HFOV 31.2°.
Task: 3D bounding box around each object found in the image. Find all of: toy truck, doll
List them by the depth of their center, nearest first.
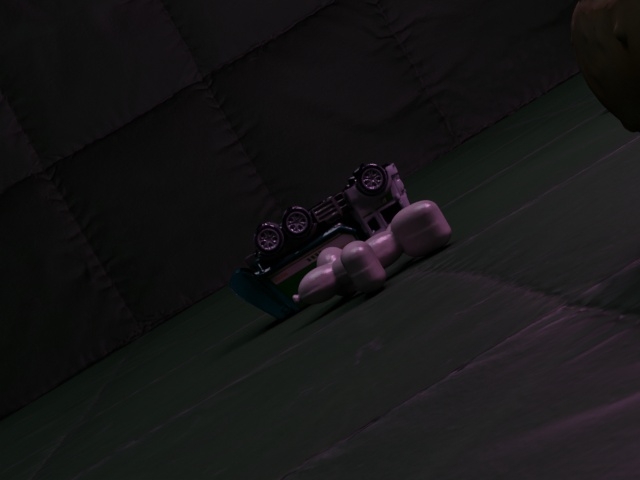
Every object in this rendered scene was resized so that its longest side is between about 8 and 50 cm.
[{"bbox_3d":[0.047,0.021,1.239,0.161,0.059,0.160,-33,3,-22],"label":"doll"},{"bbox_3d":[0.000,0.000,1.452,0.253,0.124,0.114,-29,3,-1],"label":"toy truck"}]

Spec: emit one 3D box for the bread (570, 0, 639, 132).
[{"bbox_3d":[0.256,-0.128,0.561,0.314,0.171,0.192,-29,6,46],"label":"bread"}]
